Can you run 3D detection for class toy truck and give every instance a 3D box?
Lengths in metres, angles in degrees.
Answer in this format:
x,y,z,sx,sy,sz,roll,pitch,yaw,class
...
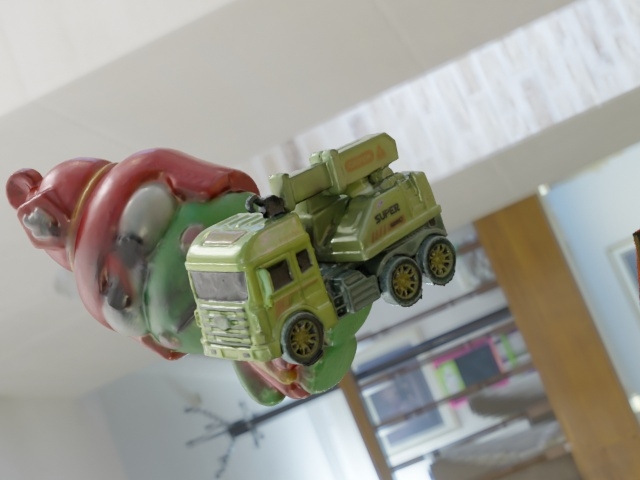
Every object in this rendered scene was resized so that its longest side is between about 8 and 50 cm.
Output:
x,y,z,sx,sy,sz,roll,pitch,yaw,class
0.000,0.000,0.748,0.169,0.077,0.100,-27,-73,-37,toy truck

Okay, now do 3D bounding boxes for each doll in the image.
x,y,z,sx,sy,sz,roll,pitch,yaw,class
-0.126,0.011,1.137,0.160,0.363,0.182,-42,-30,-59,doll

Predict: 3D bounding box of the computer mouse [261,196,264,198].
x,y,z,sx,sy,sz,roll,pitch,yaw,class
-0.080,0.012,1.502,0.203,0.114,0.374,39,-163,29,computer mouse

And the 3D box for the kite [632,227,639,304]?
x,y,z,sx,sy,sz,roll,pitch,yaw,class
0.445,0.055,1.476,0.327,0.377,0.013,31,171,-40,kite
